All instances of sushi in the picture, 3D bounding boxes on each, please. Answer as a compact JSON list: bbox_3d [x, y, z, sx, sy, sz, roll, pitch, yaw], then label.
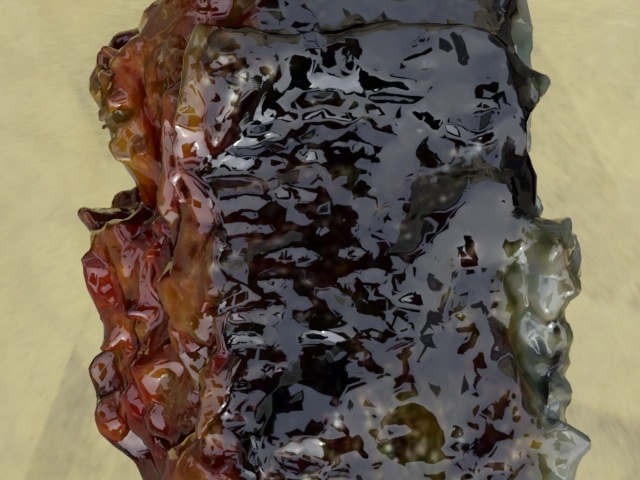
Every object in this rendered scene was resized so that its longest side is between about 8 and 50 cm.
[{"bbox_3d":[0.000,0.000,0.790,0.182,0.196,0.343,0,77,-24],"label":"sushi"}]
